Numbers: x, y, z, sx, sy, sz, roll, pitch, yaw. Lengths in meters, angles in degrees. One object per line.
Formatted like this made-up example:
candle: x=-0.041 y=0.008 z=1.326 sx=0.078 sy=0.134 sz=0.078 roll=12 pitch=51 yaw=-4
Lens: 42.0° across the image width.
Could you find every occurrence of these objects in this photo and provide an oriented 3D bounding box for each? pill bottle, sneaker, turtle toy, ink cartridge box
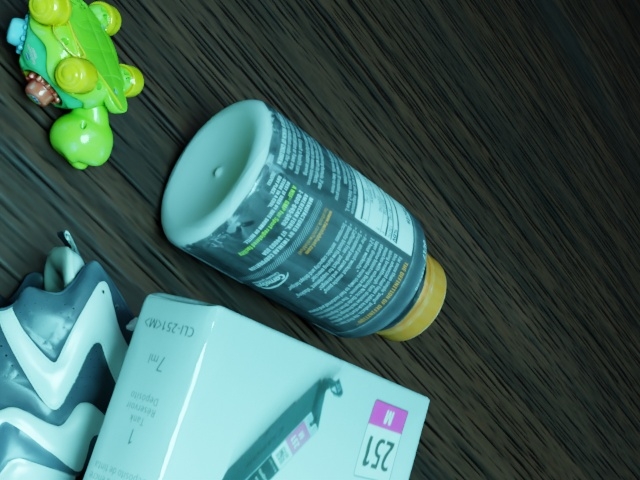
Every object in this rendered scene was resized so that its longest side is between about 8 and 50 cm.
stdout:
pill bottle: x=0.000 y=0.000 z=0.696 sx=0.245 sy=0.130 sz=0.130 roll=34 pitch=51 yaw=-35
sneaker: x=-0.130 y=0.068 z=0.548 sx=0.235 sy=0.094 sz=0.153 roll=-2 pitch=84 yaw=-38
turtle toy: x=-0.177 y=-0.117 z=0.596 sx=0.095 sy=0.066 sz=0.130 roll=-25 pitch=96 yaw=-74
ink cartridge box: x=-0.039 y=0.185 z=0.525 sx=0.275 sy=0.060 sz=0.239 roll=33 pitch=69 yaw=-53
